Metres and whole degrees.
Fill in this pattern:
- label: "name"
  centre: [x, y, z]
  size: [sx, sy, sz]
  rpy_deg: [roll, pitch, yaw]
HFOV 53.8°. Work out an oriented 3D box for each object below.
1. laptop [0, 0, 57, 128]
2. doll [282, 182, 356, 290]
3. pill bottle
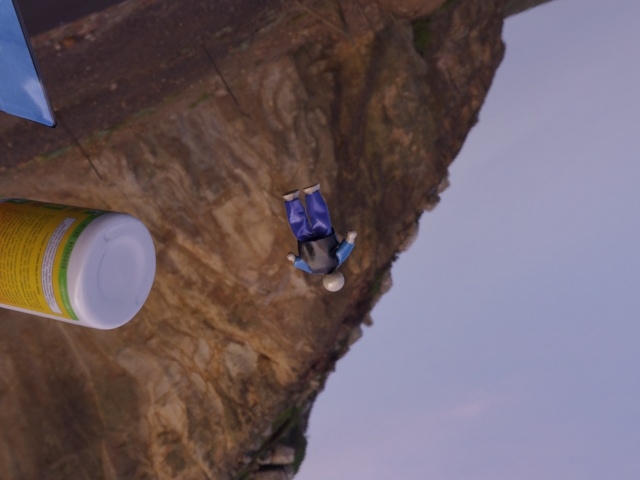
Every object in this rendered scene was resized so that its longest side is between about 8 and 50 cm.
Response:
- label: "laptop"
  centre: [-0.484, -0.247, 0.498]
  size: [0.382, 0.236, 0.408]
  rpy_deg: [18, -165, 13]
- label: "doll"
  centre: [0.000, 0.000, 1.082]
  size: [0.129, 0.188, 0.046]
  rpy_deg: [-15, -169, 13]
- label: "pill bottle"
  centre: [-0.339, 0.020, 0.765]
  size: [0.246, 0.136, 0.136]
  rpy_deg: [8, -151, 21]
